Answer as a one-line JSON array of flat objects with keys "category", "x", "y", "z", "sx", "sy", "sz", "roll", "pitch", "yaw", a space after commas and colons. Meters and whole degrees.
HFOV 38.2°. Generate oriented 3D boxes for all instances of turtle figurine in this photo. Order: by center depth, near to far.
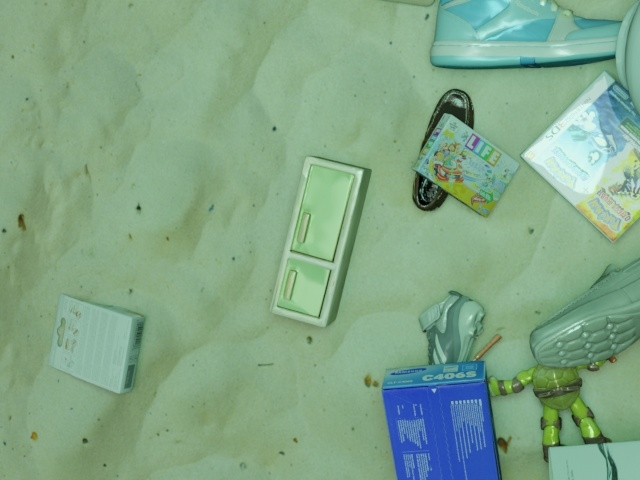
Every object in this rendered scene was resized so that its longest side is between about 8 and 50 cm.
[{"category": "turtle figurine", "x": 0.393, "y": 0.235, "z": 1.474, "sx": 0.270, "sy": 0.087, "sz": 0.217, "roll": -18, "pitch": 95, "yaw": 4}]

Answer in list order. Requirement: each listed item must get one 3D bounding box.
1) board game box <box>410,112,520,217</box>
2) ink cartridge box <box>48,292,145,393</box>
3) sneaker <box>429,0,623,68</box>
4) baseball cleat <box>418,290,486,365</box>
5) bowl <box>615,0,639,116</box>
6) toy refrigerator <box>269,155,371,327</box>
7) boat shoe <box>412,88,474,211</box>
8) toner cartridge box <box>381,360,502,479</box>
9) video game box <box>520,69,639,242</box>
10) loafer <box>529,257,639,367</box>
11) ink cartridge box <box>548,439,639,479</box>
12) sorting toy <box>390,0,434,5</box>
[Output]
[{"category": "board game box", "x": 0.232, "y": -0.118, "z": 1.473, "sx": 0.154, "sy": 0.026, "sz": 0.103, "roll": 30, "pitch": 91, "yaw": -24}, {"category": "ink cartridge box", "x": -0.410, "y": 0.186, "z": 1.690, "sx": 0.179, "sy": 0.045, "sz": 0.145, "roll": 15, "pitch": 98, "yaw": 30}, {"category": "sneaker", "x": 0.328, "y": -0.373, "z": 1.432, "sx": 0.319, "sy": 0.127, "sz": 0.208, "roll": 1, "pitch": 95, "yaw": 12}, {"category": "baseball cleat", "x": 0.202, "y": 0.183, "z": 1.536, "sx": 0.109, "sy": 0.072, "sz": 0.205, "roll": 29, "pitch": 102, "yaw": 31}, {"category": "bowl", "x": 0.525, "y": -0.279, "z": 1.345, "sx": 0.134, "sy": 0.298, "sz": 0.297, "roll": 16, "pitch": 98, "yaw": 43}, {"category": "toy refrigerator", "x": 0.000, "y": 0.000, "z": 1.547, "sx": 0.102, "sy": 0.094, "sz": 0.269, "roll": 15, "pitch": 98, "yaw": 11}, {"category": "boat shoe", "x": 0.200, "y": -0.147, "z": 1.503, "sx": 0.073, "sy": 0.073, "sz": 0.206, "roll": 14, "pitch": 95, "yaw": 15}, {"category": "toner cartridge box", "x": 0.208, "y": 0.372, "z": 1.495, "sx": 0.165, "sy": 0.075, "sz": 0.347, "roll": -7, "pitch": 106, "yaw": 12}, {"category": "video game box", "x": 0.453, "y": -0.132, "z": 1.460, "sx": 0.205, "sy": 0.048, "sz": 0.187, "roll": 44, "pitch": 104, "yaw": 7}, {"category": "loafer", "x": 0.461, "y": 0.095, "z": 1.424, "sx": 0.320, "sy": 0.111, "sz": 0.112, "roll": -24, "pitch": 129, "yaw": -3}, {"category": "ink cartridge box", "x": 0.464, "y": 0.382, "z": 1.433, "sx": 0.209, "sy": 0.153, "sz": 0.086, "roll": -7, "pitch": 49, "yaw": 12}, {"category": "sorting toy", "x": 0.112, "y": -0.502, "z": 1.520, "sx": 0.193, "sy": 0.038, "sz": 0.208, "roll": 12, "pitch": 101, "yaw": 12}]
